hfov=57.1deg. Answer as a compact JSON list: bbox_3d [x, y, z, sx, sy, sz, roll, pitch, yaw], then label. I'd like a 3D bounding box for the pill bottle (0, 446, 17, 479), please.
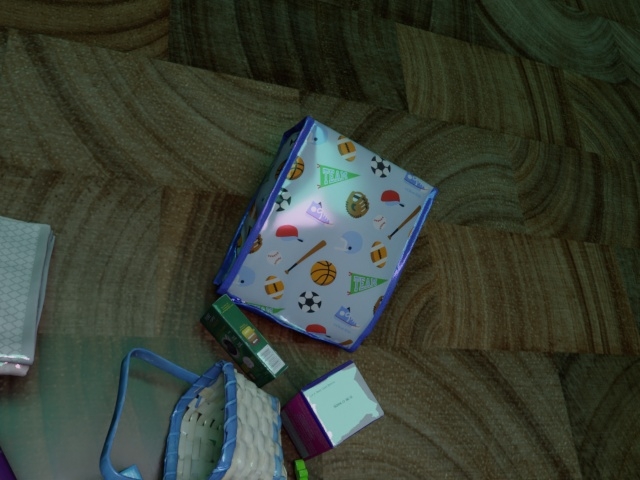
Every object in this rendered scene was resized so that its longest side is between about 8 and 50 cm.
[{"bbox_3d":[-0.556,0.330,0.838,0.181,0.181,0.323,-26,80,-32],"label":"pill bottle"}]

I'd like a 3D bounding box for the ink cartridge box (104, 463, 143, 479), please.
[{"bbox_3d":[-0.369,0.429,0.924,0.181,0.104,0.062,-24,78,-32],"label":"ink cartridge box"}]

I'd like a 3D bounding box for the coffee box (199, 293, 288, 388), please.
[{"bbox_3d":[-0.150,0.196,1.133,0.184,0.113,0.040,48,58,4],"label":"coffee box"}]

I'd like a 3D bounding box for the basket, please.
[{"bbox_3d":[-0.207,0.320,0.965,0.289,0.201,0.255,36,24,-26],"label":"basket"}]

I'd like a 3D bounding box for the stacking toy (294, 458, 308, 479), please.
[{"bbox_3d":[-0.092,0.520,1.049,0.167,0.052,0.221,1,64,-26],"label":"stacking toy"}]

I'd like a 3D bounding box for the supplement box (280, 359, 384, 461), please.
[{"bbox_3d":[0.010,0.317,1.077,0.111,0.220,0.114,-25,75,-25],"label":"supplement box"}]

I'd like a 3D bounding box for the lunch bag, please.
[{"bbox_3d":[0.000,0.000,1.218,0.327,0.239,0.385,25,81,-14],"label":"lunch bag"}]

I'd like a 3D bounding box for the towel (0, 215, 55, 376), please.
[{"bbox_3d":[-0.599,0.053,0.923,0.317,0.053,0.332,16,36,-29],"label":"towel"}]
